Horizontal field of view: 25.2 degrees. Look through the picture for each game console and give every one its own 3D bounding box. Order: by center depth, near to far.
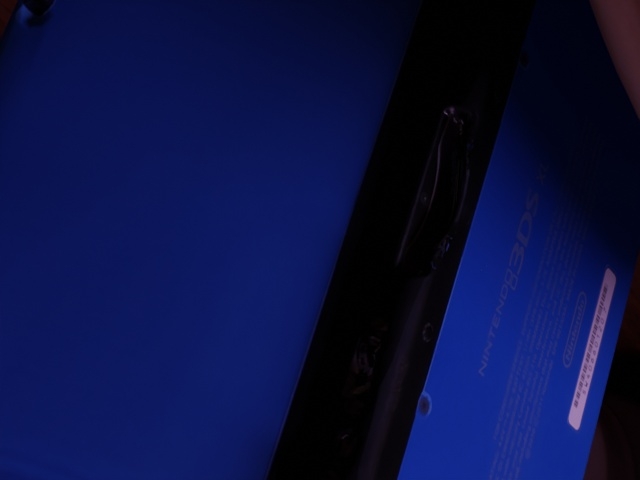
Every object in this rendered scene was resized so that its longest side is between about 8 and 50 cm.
[{"bbox_3d":[0.000,0.000,0.587,0.173,0.293,0.250,4,155,36],"label":"game console"}]

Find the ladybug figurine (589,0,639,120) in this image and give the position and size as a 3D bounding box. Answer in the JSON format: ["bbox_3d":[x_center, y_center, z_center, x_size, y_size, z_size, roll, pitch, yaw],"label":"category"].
[{"bbox_3d":[0.215,-0.040,0.416,0.305,0.162,0.449,50,180,33],"label":"ladybug figurine"}]

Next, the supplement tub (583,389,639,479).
[{"bbox_3d":[0.237,0.257,1.110,0.325,0.235,0.235,32,155,-33],"label":"supplement tub"}]
